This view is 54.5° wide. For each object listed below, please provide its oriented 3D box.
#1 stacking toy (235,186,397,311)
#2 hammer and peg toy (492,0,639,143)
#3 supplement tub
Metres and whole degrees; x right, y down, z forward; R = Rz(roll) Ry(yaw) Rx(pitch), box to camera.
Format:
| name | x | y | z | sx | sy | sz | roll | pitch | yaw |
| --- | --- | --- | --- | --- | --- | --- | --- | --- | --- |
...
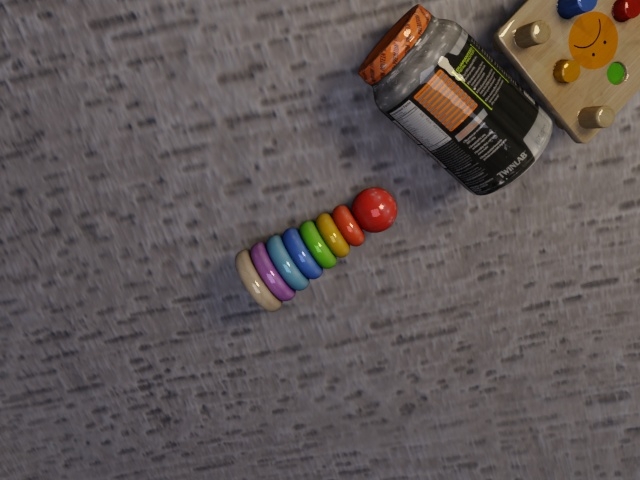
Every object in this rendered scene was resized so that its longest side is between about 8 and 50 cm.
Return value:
| name | x | y | z | sx | sy | sz | roll | pitch | yaw |
| --- | --- | --- | --- | --- | --- | --- | --- | --- | --- |
| stacking toy | 0.000 | 0.000 | 1.228 | 0.330 | 0.141 | 0.141 | -33 | 108 | 6 |
| hammer and peg toy | 0.485 | -0.380 | 1.052 | 0.266 | 0.127 | 0.361 | 44 | 87 | -15 |
| supplement tub | 0.230 | -0.243 | 1.084 | 0.316 | 0.193 | 0.193 | 40 | 107 | -14 |
